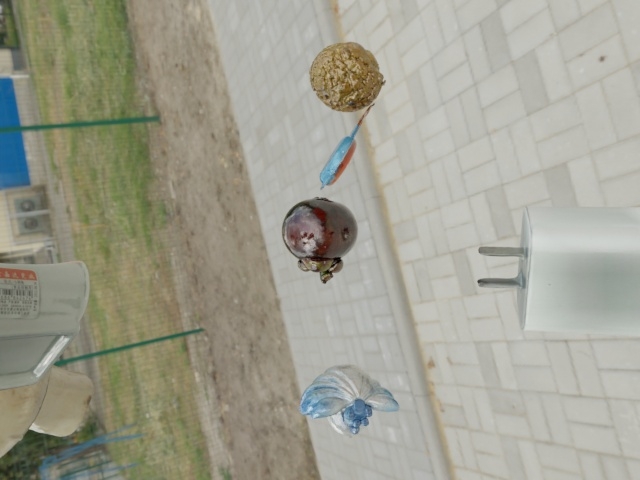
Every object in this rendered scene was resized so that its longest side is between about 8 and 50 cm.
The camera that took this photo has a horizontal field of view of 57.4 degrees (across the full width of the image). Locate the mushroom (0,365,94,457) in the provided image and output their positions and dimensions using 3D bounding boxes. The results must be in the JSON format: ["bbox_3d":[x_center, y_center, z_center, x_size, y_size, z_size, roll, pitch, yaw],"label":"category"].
[{"bbox_3d":[-0.492,0.204,0.913,0.293,0.290,0.292,-12,66,29],"label":"mushroom"}]

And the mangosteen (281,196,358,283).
[{"bbox_3d":[0.000,0.000,0.934,0.140,0.140,0.139,31,126,56],"label":"mangosteen"}]

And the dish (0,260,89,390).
[{"bbox_3d":[-0.322,0.089,0.548,0.151,0.212,0.077,-47,67,15],"label":"dish"}]

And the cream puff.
[{"bbox_3d":[0.058,-0.342,1.244,0.115,0.166,0.150,-101,19,-46],"label":"cream puff"}]

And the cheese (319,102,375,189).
[{"bbox_3d":[0.054,-0.190,1.189,0.037,0.256,0.106,35,140,-7],"label":"cheese"}]

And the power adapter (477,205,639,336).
[{"bbox_3d":[0.371,0.044,0.891,0.124,0.256,0.186,-63,-29,-60],"label":"power adapter"}]

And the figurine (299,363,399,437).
[{"bbox_3d":[0.026,0.181,0.666,0.114,0.114,0.078,-21,77,63],"label":"figurine"}]
